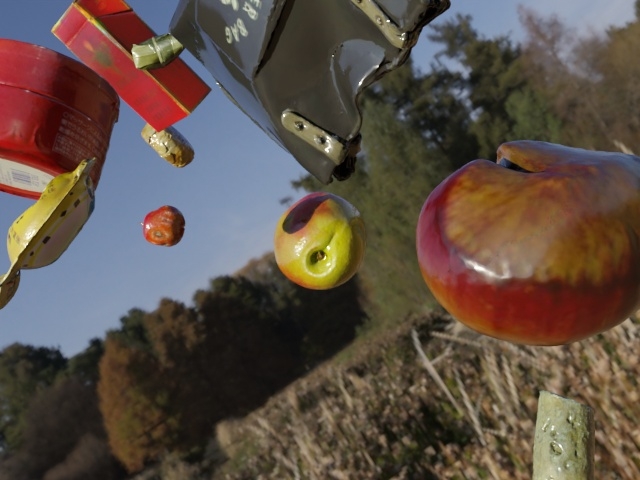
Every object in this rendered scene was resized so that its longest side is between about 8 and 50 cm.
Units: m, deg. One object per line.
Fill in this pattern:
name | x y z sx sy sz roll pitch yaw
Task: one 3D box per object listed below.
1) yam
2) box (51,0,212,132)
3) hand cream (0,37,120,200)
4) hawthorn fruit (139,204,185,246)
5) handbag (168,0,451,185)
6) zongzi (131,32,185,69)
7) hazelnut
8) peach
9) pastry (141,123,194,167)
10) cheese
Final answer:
yam | 0.439 0.370 1.507 0.107 0.194 0.107 6 -15 2
box | -0.397 -0.379 1.753 0.089 0.313 0.197 -54 21 -21
hand cream | -0.390 -0.150 1.114 0.230 0.149 0.230 8 -15 2
hawthorn fruit | -0.317 -0.029 1.675 0.093 0.093 0.093 -33 -5 -3
handbag | -0.019 -0.233 0.842 0.152 0.288 0.342 -21 -27 -36
zongzi | -0.264 -0.343 1.482 0.119 0.055 0.109 -20 14 12
hazelnut | 0.224 0.011 0.823 0.252 0.217 0.217 -12 -6 -3
peach | 0.000 0.000 1.933 0.231 0.231 0.231 -33 -5 -3
pastry | -0.390 -0.250 2.156 0.081 0.153 0.153 -46 -4 -4
cheese | -0.333 0.007 0.969 0.250 0.064 0.156 -50 11 8
